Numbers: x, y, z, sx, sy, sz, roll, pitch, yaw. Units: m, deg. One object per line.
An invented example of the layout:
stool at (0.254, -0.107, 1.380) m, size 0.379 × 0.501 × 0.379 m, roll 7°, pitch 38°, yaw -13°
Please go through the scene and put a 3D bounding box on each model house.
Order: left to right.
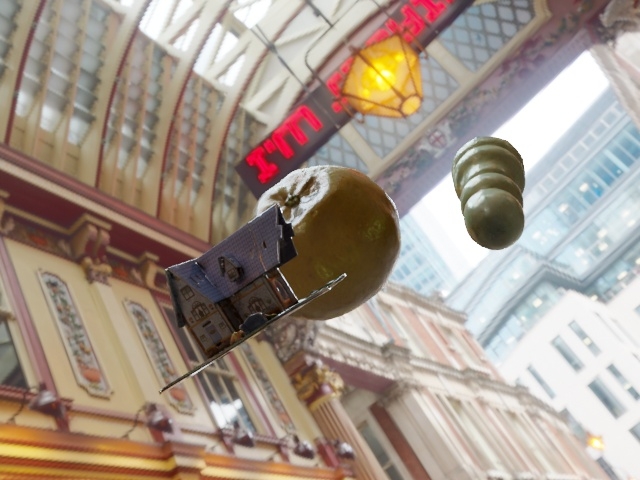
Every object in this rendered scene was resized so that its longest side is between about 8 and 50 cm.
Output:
model house at (-0.076, 0.044, 0.651) m, size 0.167 × 0.088 × 0.117 m, roll -34°, pitch -4°, yaw 22°

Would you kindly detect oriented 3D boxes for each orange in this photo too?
orange at (0.000, 0.000, 1.284) m, size 0.279 × 0.279 × 0.235 m, roll -38°, pitch -60°, yaw 6°

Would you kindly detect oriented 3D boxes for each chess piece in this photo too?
chess piece at (0.280, -0.069, 1.257) m, size 0.133 × 0.243 × 0.133 m, roll 4°, pitch -61°, yaw 8°
